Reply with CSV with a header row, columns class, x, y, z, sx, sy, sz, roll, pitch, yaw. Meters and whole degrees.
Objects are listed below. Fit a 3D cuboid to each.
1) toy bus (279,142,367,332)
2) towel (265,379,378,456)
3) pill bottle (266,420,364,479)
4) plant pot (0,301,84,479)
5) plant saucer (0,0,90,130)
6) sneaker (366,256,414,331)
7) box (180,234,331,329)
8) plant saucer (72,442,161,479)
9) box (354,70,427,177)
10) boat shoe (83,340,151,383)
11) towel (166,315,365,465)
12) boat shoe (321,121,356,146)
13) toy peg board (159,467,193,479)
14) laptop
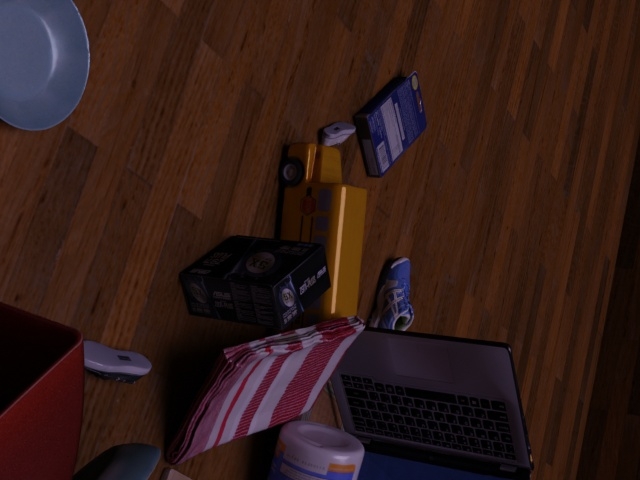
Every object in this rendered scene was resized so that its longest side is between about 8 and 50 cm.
class,x,y,z,sx,sy,sz,roll,pitch,yaw
toy bus,0.000,0.000,1.769,0.108,0.130,0.332,7,88,-58
towel,0.035,0.343,1.951,0.370,0.040,0.271,47,55,-49
pill bottle,-0.029,0.463,1.742,0.152,0.152,0.272,5,103,-58
plant pot,-0.410,0.227,1.060,0.267,0.267,0.235,-48,144,-44
plant saucer,-0.368,-0.233,1.253,0.195,0.037,0.195,-9,101,-56
sneaker,0.159,0.134,2.080,0.080,0.081,0.211,41,58,-50
box,-0.099,0.061,1.575,0.147,0.180,0.077,-39,127,-48
plant saucer,-0.320,0.349,1.199,0.043,0.317,0.317,47,46,-6
box,0.147,-0.240,2.058,0.225,0.036,0.136,-46,131,-43
boat shoe,-0.296,0.175,1.409,0.040,0.049,0.142,-49,143,14
towel,-0.079,0.236,1.619,0.329,0.037,0.237,-10,138,-49
boat shoe,0.032,-0.196,1.893,0.100,0.035,0.035,-32,147,-56
toy peg board,-0.196,0.458,1.565,0.160,0.079,0.161,47,54,-49
laptop,0.141,0.385,1.740,0.236,0.382,0.408,-43,127,-46
